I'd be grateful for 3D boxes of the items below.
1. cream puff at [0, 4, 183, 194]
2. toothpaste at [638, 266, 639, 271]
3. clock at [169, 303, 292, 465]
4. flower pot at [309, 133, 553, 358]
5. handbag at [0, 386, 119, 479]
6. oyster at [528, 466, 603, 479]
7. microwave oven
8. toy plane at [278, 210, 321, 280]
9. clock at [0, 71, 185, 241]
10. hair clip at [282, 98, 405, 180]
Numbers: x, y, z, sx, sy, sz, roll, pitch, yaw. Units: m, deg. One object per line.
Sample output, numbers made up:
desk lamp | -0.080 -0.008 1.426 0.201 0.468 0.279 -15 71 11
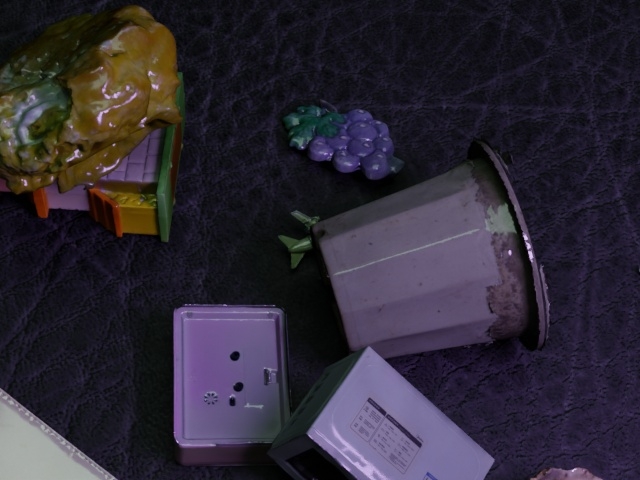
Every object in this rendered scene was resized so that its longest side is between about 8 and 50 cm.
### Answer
cream puff | -0.290 -0.159 1.627 0.281 0.185 0.282 -19 35 14
toothpaste | 0.499 0.075 1.801 0.140 0.021 0.037 33 65 12
clock | -0.112 0.177 1.616 0.147 0.071 0.192 0 56 -8
flower pot | 0.132 0.038 1.655 0.259 0.290 0.290 -17 59 -3
handbag | -0.384 0.300 1.445 0.358 0.160 0.237 35 66 14
oyster | 0.229 0.384 1.498 0.166 0.110 0.341 36 50 -9
microwave oven | 0.069 0.252 1.525 0.208 0.122 0.162 43 57 -7
toy plane | 0.000 0.000 1.772 0.111 0.040 0.102 -20 80 -18
clock | -0.320 -0.124 1.780 0.255 0.106 0.220 4 54 0
hair clip | 0.035 -0.140 1.875 0.195 0.052 0.124 27 47 20
